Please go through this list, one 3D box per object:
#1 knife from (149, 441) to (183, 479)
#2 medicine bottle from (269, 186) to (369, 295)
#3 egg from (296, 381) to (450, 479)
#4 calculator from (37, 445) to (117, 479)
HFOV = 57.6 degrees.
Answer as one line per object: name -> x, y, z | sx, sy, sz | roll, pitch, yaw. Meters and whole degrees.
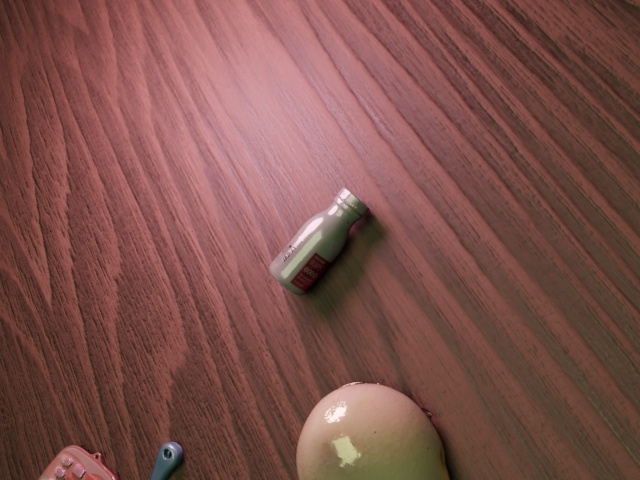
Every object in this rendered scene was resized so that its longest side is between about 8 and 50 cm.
knife -> -0.342, 0.525, 1.185 | 0.058, 0.032, 0.244 | 25, 93, 19
medicine bottle -> 0.000, 0.000, 1.119 | 0.216, 0.090, 0.090 | -49, 63, 6
egg -> 0.064, 0.380, 0.952 | 0.264, 0.174, 0.286 | -19, 74, 23
calculator -> -0.551, 0.606, 1.242 | 0.220, 0.048, 0.329 | 25, 82, 29
